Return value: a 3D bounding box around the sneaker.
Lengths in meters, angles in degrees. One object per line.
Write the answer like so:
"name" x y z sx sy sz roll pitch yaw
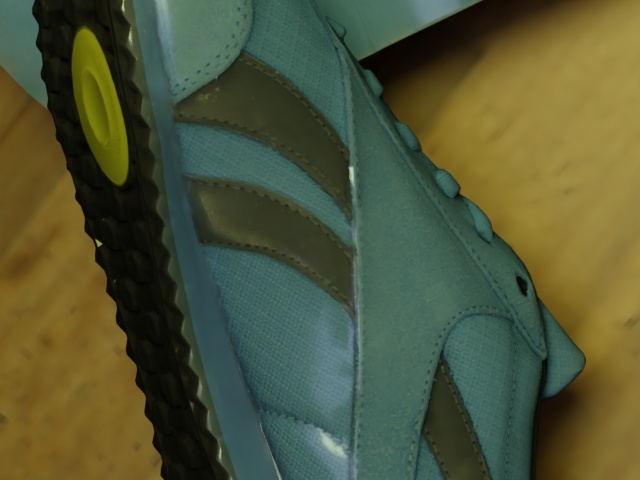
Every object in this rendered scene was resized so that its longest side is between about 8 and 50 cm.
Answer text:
"sneaker" 0.000 0.000 0.391 0.082 0.069 0.209 -19 96 -18

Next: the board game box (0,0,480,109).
"board game box" -0.009 -0.099 0.430 0.169 0.033 0.133 -25 80 15
